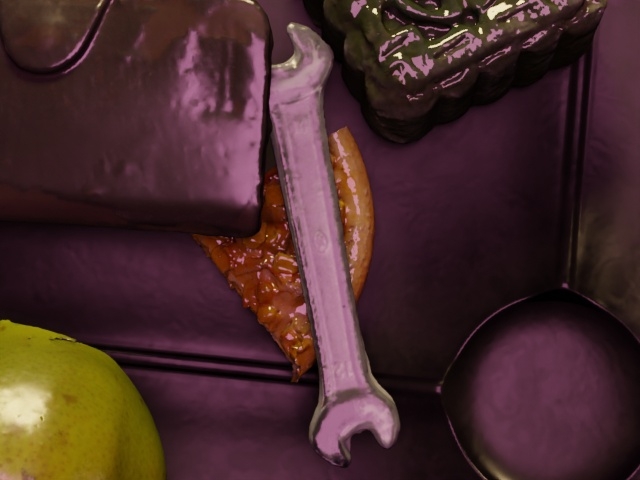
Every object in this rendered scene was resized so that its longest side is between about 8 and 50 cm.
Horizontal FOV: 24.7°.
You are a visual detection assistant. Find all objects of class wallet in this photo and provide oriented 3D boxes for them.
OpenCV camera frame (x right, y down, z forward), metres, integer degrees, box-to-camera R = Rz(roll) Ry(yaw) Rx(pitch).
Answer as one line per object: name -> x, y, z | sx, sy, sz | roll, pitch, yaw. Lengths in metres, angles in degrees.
wallet -> -0.184, -0.090, 0.988 | 0.309, 0.042, 0.165 | 4, 87, 11

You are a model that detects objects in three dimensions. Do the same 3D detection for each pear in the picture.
pear -> -0.186, 0.168, 0.901 | 0.187, 0.187, 0.220 | 8, 58, -1

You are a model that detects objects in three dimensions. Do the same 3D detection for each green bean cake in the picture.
green bean cake -> 0.082, -0.185, 1.012 | 0.183, 0.094, 0.185 | -26, 79, -4

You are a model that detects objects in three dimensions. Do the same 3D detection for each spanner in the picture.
spanner -> 0.000, 0.000, 0.978 | 0.071, 0.017, 0.302 | -12, 83, -4

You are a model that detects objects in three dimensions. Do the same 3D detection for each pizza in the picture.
pizza -> -0.026, -0.002, 1.006 | 0.131, 0.041, 0.178 | 23, 83, 3
